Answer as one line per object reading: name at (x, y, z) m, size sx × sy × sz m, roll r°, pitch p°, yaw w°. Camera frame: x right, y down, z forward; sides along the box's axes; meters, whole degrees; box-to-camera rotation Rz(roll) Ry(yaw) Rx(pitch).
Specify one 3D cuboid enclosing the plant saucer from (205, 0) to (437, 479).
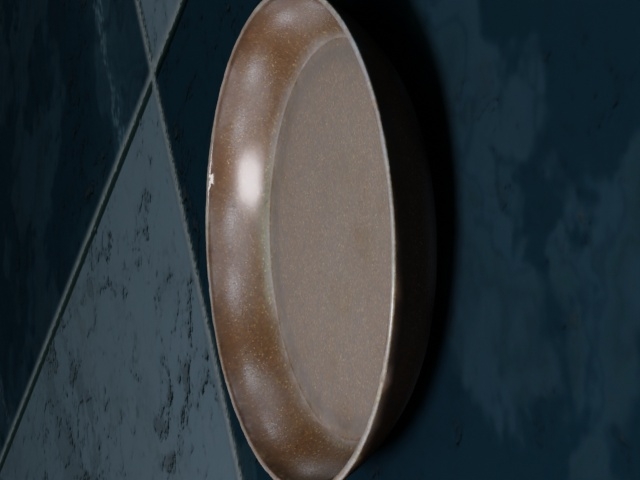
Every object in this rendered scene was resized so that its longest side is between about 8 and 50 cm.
plant saucer at (0.000, 0.000, 1.106) m, size 0.310 × 0.050 × 0.310 m, roll 179°, pitch 90°, yaw -69°
